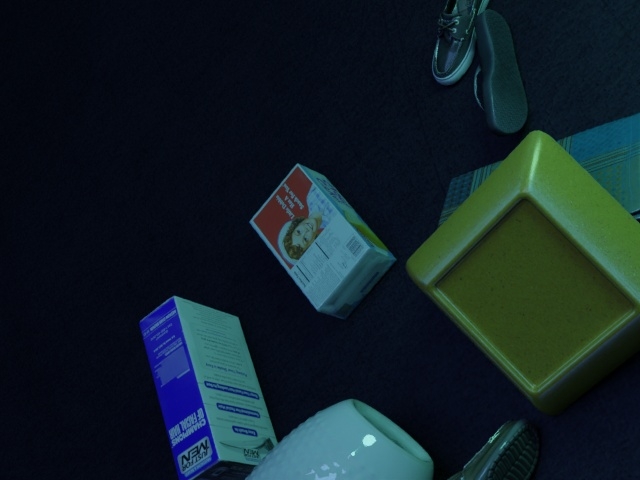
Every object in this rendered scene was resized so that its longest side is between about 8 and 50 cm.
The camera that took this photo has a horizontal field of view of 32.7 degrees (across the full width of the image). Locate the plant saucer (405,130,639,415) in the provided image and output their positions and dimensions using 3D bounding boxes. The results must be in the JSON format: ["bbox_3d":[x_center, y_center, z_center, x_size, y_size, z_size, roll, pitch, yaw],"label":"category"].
[{"bbox_3d":[0.314,0.069,1.580,0.333,0.081,0.332,46,126,7],"label":"plant saucer"}]

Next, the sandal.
[{"bbox_3d":[0.300,-0.278,1.869,0.054,0.097,0.254,-31,47,41],"label":"sandal"}]

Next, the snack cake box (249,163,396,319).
[{"bbox_3d":[0.000,0.000,2.000,0.152,0.089,0.264,-51,51,15],"label":"snack cake box"}]

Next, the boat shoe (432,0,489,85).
[{"bbox_3d":[0.246,-0.394,1.954,0.080,0.076,0.228,22,89,41],"label":"boat shoe"}]

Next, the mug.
[{"bbox_3d":[0.003,0.415,1.761,0.328,0.276,0.374,-53,20,4],"label":"mug"}]

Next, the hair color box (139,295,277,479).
[{"bbox_3d":[-0.199,0.284,1.993,0.110,0.185,0.338,-37,54,23],"label":"hair color box"}]

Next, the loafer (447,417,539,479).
[{"bbox_3d":[0.235,0.364,1.649,0.251,0.094,0.087,-47,34,-18],"label":"loafer"}]

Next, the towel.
[{"bbox_3d":[0.344,-0.064,1.712,0.370,0.040,0.271,-19,32,34],"label":"towel"}]
